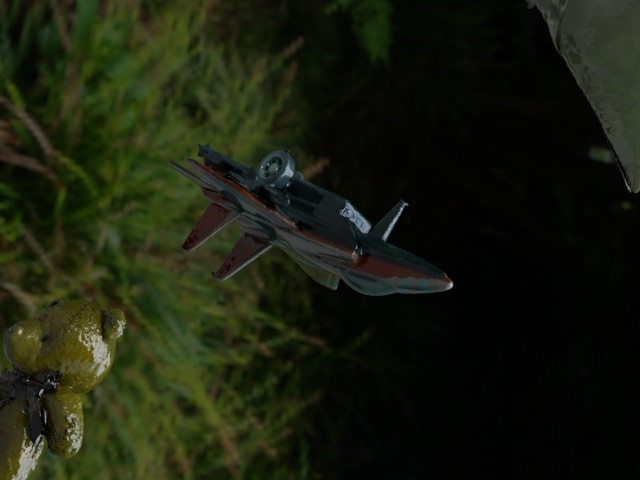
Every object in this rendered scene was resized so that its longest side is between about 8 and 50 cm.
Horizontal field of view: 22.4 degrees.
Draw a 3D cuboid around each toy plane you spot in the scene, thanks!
[{"bbox_3d":[0.003,-0.006,1.429,0.223,0.326,0.104,44,65,-40],"label":"toy plane"}]

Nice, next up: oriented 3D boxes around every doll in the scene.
[{"bbox_3d":[-0.260,0.136,1.427,0.097,0.137,0.209,44,69,-38],"label":"doll"}]

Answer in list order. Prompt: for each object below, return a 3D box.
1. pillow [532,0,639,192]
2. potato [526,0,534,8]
[{"bbox_3d":[0.256,-0.130,1.211,0.078,0.134,0.181,-34,100,-47],"label":"pillow"},{"bbox_3d":[0.265,-0.406,1.864,0.285,0.242,0.242,-59,163,-81],"label":"potato"}]
